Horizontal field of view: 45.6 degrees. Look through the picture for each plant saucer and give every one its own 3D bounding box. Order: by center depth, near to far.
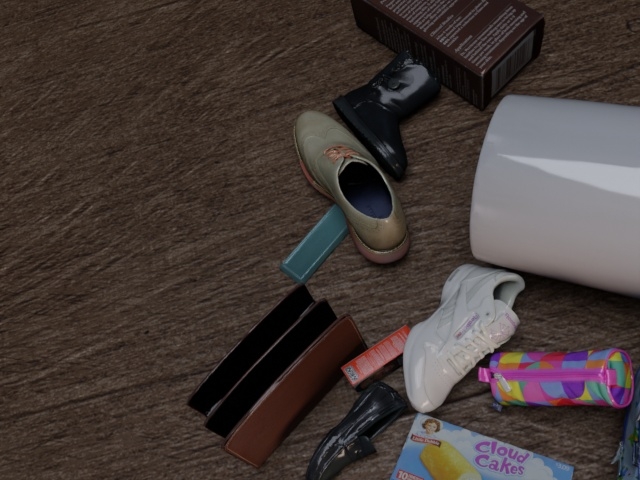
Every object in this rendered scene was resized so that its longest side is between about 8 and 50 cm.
[{"bbox_3d":[0.000,0.000,1.532,0.067,0.018,0.192,36,79,24],"label":"plant saucer"}]

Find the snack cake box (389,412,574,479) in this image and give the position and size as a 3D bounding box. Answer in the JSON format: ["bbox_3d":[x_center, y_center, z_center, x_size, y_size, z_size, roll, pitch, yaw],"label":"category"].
[{"bbox_3d":[0.254,0.399,1.227,0.265,0.089,0.152,16,47,18],"label":"snack cake box"}]

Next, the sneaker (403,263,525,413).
[{"bbox_3d":[0.246,0.160,1.308,0.152,0.114,0.305,1,50,49],"label":"sneaker"}]

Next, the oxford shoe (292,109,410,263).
[{"bbox_3d":[0.059,-0.143,1.501,0.141,0.146,0.397,-29,58,-11],"label":"oxford shoe"}]

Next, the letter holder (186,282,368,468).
[{"bbox_3d":[-0.085,0.223,1.338,0.152,0.214,0.302,40,79,24],"label":"letter holder"}]

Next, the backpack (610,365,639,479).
[{"bbox_3d":[0.601,0.299,1.158,0.290,0.273,0.355,6,53,21],"label":"backpack"}]

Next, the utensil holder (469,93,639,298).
[{"bbox_3d":[0.480,-0.075,1.281,0.386,0.327,0.327,13,69,23],"label":"utensil holder"}]

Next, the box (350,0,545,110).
[{"bbox_3d":[0.261,-0.466,1.622,0.191,0.143,0.381,-44,66,-9],"label":"box"}]

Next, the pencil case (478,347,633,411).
[{"bbox_3d":[0.385,0.226,1.247,0.236,0.104,0.104,-12,58,44],"label":"pencil case"}]

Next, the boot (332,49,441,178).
[{"bbox_3d":[0.167,-0.268,1.573,0.207,0.094,0.246,-35,57,0],"label":"boot"}]

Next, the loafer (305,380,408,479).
[{"bbox_3d":[0.062,0.347,1.327,0.078,0.076,0.223,33,73,31],"label":"loafer"}]

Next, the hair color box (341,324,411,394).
[{"bbox_3d":[0.111,0.216,1.379,0.141,0.072,0.043,-33,63,-3],"label":"hair color box"}]
